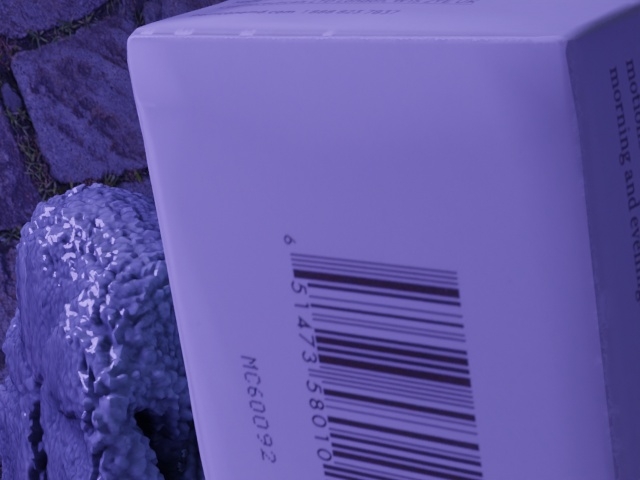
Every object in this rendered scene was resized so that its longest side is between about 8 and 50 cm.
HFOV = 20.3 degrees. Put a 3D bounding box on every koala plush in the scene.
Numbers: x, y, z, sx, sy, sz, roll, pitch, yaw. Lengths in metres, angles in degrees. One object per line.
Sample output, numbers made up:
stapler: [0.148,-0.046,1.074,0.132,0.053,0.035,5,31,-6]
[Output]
koala plush: [-0.005,0.074,0.715,0.221,0.203,0.196,-4,3,-21]

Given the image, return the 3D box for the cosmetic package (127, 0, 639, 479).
cosmetic package: [0.133,-0.019,0.583,0.155,0.197,0.365,6,21,41]
